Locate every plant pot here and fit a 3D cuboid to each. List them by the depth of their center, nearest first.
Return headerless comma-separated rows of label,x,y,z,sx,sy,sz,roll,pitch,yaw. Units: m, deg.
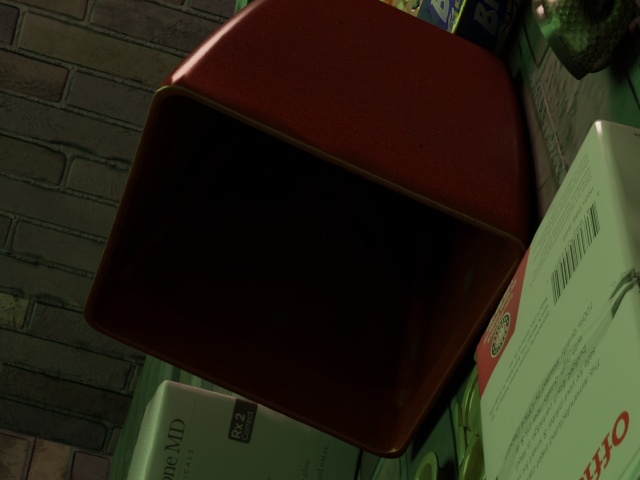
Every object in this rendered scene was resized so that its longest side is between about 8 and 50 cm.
plant pot,0.010,-0.041,1.209,0.267,0.267,0.236,116,178,-45

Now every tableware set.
tableware set,0.089,0.161,1.067,0.141,0.020,0.169,-95,22,-64

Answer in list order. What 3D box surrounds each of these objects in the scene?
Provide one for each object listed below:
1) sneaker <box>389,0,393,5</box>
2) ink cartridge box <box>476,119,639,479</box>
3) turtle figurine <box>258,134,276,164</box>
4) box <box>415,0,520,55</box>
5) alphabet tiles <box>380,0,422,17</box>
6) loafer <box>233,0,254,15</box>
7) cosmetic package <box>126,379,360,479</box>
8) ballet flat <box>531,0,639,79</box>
sneaker,0.091,-0.142,1.368,0.076,0.065,0.167,4,89,57
ink cartridge box,0.140,0.076,0.702,0.218,0.092,0.159,-84,14,-53
turtle figurine,0.000,0.000,1.432,0.087,0.217,0.270,11,84,40
box,0.133,-0.227,1.260,0.059,0.054,0.169,39,114,52
alphabet tiles,0.060,-0.236,1.384,0.237,0.009,0.198,-52,36,30
loafer,-0.043,-0.277,1.687,0.084,0.096,0.268,-62,-13,-84
cosmetic package,-0.079,0.230,1.424,0.151,0.183,0.151,129,154,-67
ballet flat,0.168,-0.189,1.061,0.058,0.084,0.250,-34,27,21
